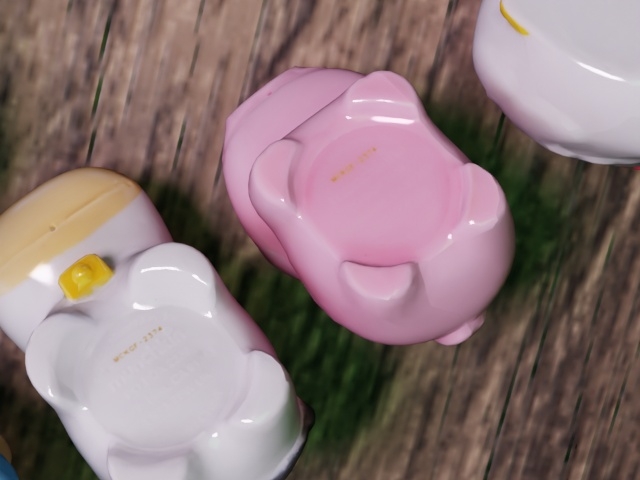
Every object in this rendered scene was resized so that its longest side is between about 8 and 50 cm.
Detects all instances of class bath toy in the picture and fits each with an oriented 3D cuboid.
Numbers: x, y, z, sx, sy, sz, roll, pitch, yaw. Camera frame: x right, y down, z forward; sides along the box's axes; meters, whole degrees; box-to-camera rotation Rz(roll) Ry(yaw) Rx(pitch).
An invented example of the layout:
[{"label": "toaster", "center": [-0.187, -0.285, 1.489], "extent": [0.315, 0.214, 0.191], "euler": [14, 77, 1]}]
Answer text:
[{"label": "bath toy", "center": [0.000, 0.000, 0.541], "extent": [0.348, 0.129, 0.151], "euler": [-34, 69, -6]}]
